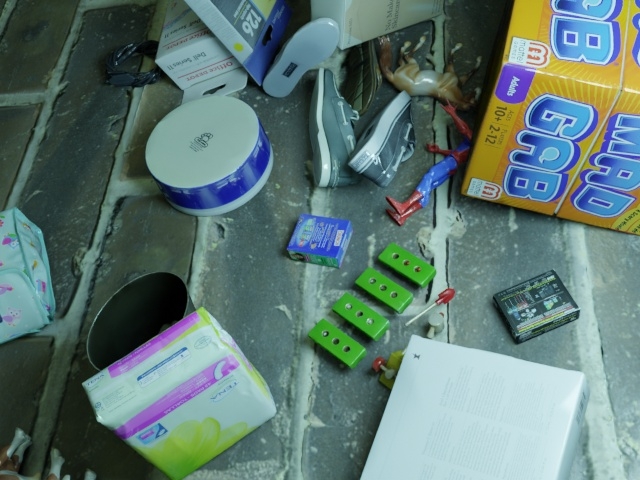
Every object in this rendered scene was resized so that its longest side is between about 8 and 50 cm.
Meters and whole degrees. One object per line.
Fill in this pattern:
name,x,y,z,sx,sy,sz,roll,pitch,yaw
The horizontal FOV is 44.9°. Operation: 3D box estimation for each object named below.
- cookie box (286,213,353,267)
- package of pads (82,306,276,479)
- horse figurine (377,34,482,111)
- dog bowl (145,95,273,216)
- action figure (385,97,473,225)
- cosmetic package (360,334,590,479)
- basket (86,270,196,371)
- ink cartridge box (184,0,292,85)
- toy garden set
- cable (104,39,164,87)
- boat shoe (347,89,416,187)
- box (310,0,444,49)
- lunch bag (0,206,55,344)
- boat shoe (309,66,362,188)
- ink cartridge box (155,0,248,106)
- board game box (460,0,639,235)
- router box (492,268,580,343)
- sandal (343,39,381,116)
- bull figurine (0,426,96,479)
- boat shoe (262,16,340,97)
cookie box,0.000,0.000,1.545,0.107,0.040,0.091,10,60,21
package of pads,-0.214,0.257,1.275,0.229,0.296,0.101,-33,54,-8
horse figurine,0.238,-0.369,1.705,0.263,0.066,0.174,17,65,13
dog bowl,-0.243,-0.188,1.698,0.265,0.104,0.264,-7,56,10
action figure,0.227,-0.169,1.559,0.280,0.091,0.139,-36,71,-10
cosmetic package,0.217,0.354,1.173,0.285,0.097,0.377,11,66,30
basket,-0.280,0.194,1.378,0.154,0.227,0.204,27,67,29
ink cartridge box,-0.174,-0.569,1.789,0.072,0.307,0.303,-19,40,37
toy garden set,0.133,0.146,1.411,0.204,0.049,0.244,33,70,32
cable,-0.460,-0.452,1.975,0.185,0.047,0.150,-6,51,14
boat shoe,0.148,-0.208,1.595,0.108,0.102,0.301,-43,11,35
box,0.134,-0.558,1.761,0.311,0.148,0.121,-28,51,-27
lunch bag,-0.679,0.095,1.599,0.224,0.160,0.262,-20,65,-2
boat shoe,0.033,-0.244,1.674,0.099,0.116,0.319,3,54,-10
ink cartridge box,-0.273,-0.502,1.880,0.207,0.119,0.353,-15,53,25
board game box,0.479,-0.279,1.364,0.357,0.356,0.356,14,61,7
router box,0.380,0.116,1.367,0.123,0.038,0.092,-23,54,0
sandal,0.102,-0.366,1.750,0.090,0.060,0.219,-27,46,37
bull figurine,-0.550,0.437,1.367,0.311,0.101,0.188,18,62,25
boat shoe,-0.046,-0.427,1.745,0.258,0.095,0.084,-32,35,42
